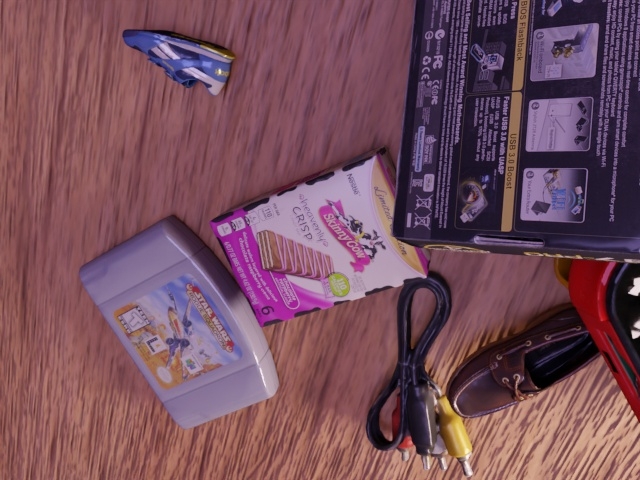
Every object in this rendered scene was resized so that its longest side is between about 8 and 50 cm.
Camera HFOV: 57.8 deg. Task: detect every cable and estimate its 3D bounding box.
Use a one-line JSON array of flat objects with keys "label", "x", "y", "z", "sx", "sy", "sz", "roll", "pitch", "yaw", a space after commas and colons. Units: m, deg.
[{"label": "cable", "x": 0.126, "y": 0.180, "z": 0.780, "sx": 0.139, "sy": 0.072, "sz": 0.287, "roll": -1, "pitch": 97, "yaw": 31}]

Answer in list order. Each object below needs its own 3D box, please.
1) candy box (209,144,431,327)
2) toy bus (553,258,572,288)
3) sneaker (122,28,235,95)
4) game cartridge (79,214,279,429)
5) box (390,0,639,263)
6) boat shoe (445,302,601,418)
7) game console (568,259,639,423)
[{"label": "candy box", "x": 0.000, "y": 0.000, "z": 0.725, "sx": 0.233, "sy": 0.071, "sz": 0.159, "roll": -20, "pitch": 102, "yaw": 21}, {"label": "toy bus", "x": 0.353, "y": 0.013, "z": 0.611, "sx": 0.191, "sy": 0.104, "sz": 0.202, "roll": -39, "pitch": 114, "yaw": 6}, {"label": "sneaker", "x": -0.177, "y": -0.220, "z": 0.706, "sx": 0.144, "sy": 0.053, "sz": 0.059, "roll": 20, "pitch": 116, "yaw": 9}, {"label": "game cartridge", "x": -0.195, "y": 0.123, "z": 0.836, "sx": 0.198, "sy": 0.062, "sz": 0.297, "roll": -26, "pitch": 101, "yaw": 27}, {"label": "box", "x": 0.234, "y": -0.180, "z": 0.467, "sx": 0.318, "sy": 0.097, "sz": 0.395, "roll": 3, "pitch": 85, "yaw": 31}, {"label": "boat shoe", "x": 0.241, "y": 0.150, "z": 0.688, "sx": 0.207, "sy": 0.073, "sz": 0.073, "roll": -39, "pitch": 105, "yaw": 12}, {"label": "game console", "x": 0.452, "y": 0.070, "z": 0.559, "sx": 0.342, "sy": 0.060, "sz": 0.386, "roll": -35, "pitch": 111, "yaw": 4}]
